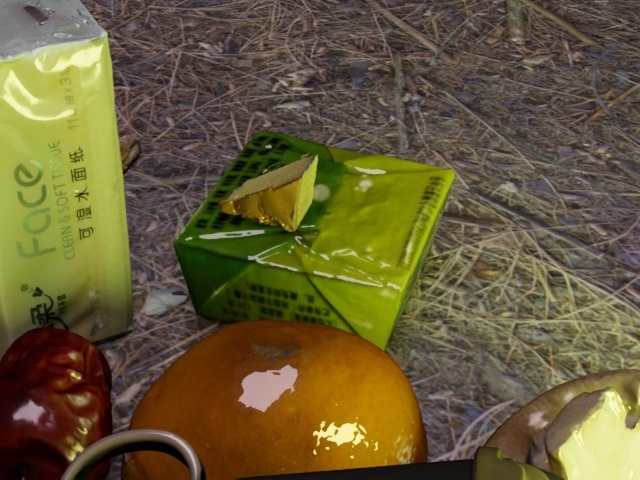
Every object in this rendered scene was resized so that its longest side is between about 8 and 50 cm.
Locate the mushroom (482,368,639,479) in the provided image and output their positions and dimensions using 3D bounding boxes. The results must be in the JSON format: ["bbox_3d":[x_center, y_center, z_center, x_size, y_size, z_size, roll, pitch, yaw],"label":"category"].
[{"bbox_3d":[0.232,0.230,1.251,0.151,0.156,0.285,10,37,44],"label":"mushroom"}]

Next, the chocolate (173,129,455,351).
[{"bbox_3d":[0.000,0.000,1.577,0.288,0.137,0.301,12,36,14],"label":"chocolate"}]

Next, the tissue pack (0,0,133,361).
[{"bbox_3d":[-0.369,-0.109,1.473,0.205,0.405,0.332,-18,39,-23],"label":"tissue pack"}]

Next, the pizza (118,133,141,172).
[{"bbox_3d":[-0.342,-0.121,1.809,0.185,0.052,0.195,32,43,32],"label":"pizza"}]

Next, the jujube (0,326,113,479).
[{"bbox_3d":[-0.284,0.183,1.263,0.155,0.155,0.230,3,31,0],"label":"jujube"}]

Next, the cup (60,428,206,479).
[{"bbox_3d":[-0.183,0.287,1.051,0.200,0.191,0.253,1,67,6],"label":"cup"}]

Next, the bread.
[{"bbox_3d":[-0.062,-0.072,1.488,0.109,0.080,0.084,16,36,16],"label":"bread"}]

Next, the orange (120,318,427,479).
[{"bbox_3d":[-0.055,0.205,1.307,0.310,0.274,0.274,-35,40,1],"label":"orange"}]

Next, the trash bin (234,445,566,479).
[{"bbox_3d":[0.091,0.284,1.034,0.333,0.214,0.214,-5,32,12],"label":"trash bin"}]
